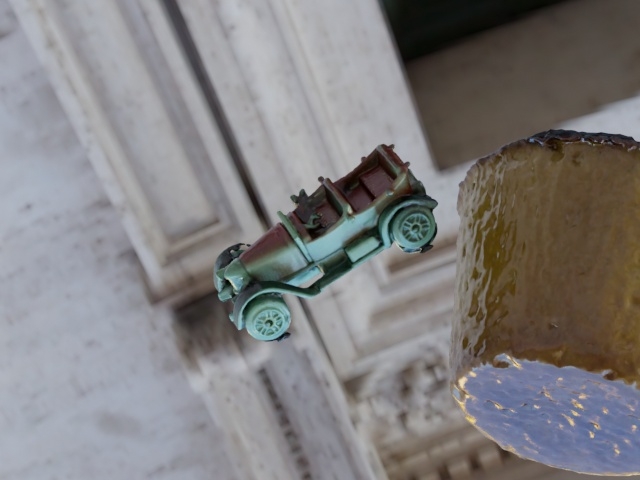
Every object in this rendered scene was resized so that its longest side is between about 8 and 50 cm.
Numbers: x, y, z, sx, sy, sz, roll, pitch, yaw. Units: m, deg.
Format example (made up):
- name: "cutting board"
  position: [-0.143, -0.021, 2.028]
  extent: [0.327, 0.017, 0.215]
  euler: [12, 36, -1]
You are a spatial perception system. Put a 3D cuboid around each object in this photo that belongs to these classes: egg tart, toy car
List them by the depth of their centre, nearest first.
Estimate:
- name: "toy car"
  position: [0.000, 0.000, 1.133]
  extent: [0.143, 0.054, 0.073]
  euler: [-31, -145, -2]
- name: "egg tart"
  position: [0.177, 0.042, 1.153]
  extent: [0.215, 0.215, 0.171]
  euler: [3, -123, 25]
